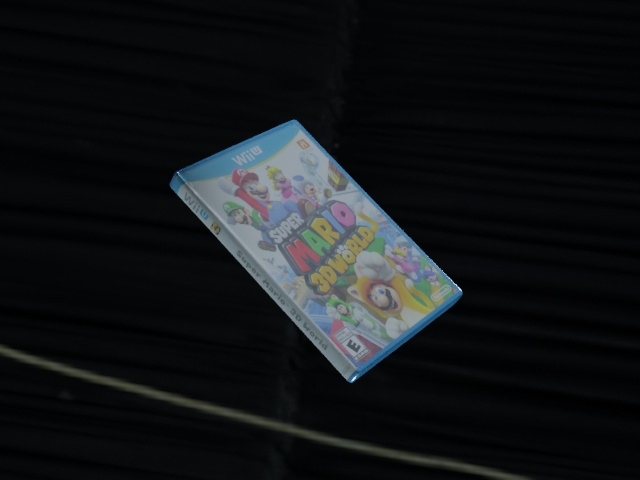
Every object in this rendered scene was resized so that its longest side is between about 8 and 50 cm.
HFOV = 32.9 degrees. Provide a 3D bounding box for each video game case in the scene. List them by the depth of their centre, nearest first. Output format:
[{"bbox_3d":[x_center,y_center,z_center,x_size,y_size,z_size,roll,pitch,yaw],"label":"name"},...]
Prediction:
[{"bbox_3d":[0.000,0.000,0.686,0.119,0.166,0.015,-31,162,-45],"label":"video game case"}]
